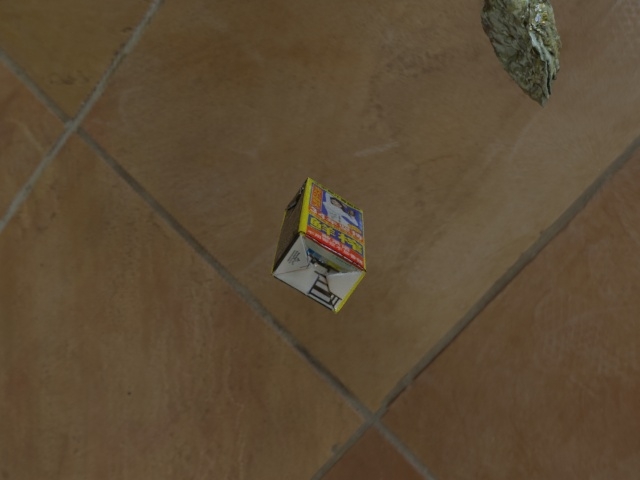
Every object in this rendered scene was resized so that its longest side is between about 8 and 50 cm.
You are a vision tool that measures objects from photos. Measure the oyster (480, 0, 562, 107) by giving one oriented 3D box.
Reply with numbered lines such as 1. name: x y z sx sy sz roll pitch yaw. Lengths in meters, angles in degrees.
1. oyster: 0.192 -0.206 0.765 0.064 0.125 0.177 -20 132 5

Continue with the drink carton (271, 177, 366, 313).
1. drink carton: 0.000 0.000 0.750 0.071 0.166 0.056 34 108 -10
